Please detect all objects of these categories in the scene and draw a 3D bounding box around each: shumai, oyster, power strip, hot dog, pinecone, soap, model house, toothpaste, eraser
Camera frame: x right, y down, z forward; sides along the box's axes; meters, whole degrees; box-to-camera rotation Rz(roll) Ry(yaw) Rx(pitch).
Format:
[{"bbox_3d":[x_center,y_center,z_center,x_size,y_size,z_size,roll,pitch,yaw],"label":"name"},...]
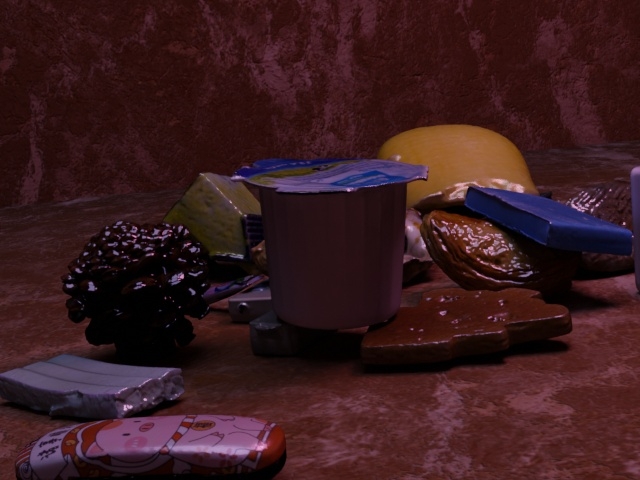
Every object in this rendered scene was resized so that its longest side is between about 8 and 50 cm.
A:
[{"bbox_3d":[0.471,-0.014,1.815,0.209,0.161,0.153,-38,3,-30],"label":"shumai"},{"bbox_3d":[0.125,0.008,1.869,0.166,0.110,0.341,33,17,4],"label":"oyster"},{"bbox_3d":[-0.016,0.113,1.563,0.078,0.052,0.272,-1,12,27],"label":"power strip"},{"bbox_3d":[0.276,0.032,1.674,0.258,0.114,0.175,13,13,17],"label":"hot dog"},{"bbox_3d":[-0.251,0.073,1.502,0.221,0.222,0.221,-6,10,1],"label":"pinecone"},{"bbox_3d":[0.272,-0.141,2.182,0.305,0.115,0.427,-8,27,1],"label":"soap"},{"bbox_3d":[-0.050,0.085,1.757,0.117,0.046,0.270,-1,12,24],"label":"power strip"},{"bbox_3d":[-0.174,-0.002,2.076,0.211,0.170,0.194,44,11,16],"label":"model house"},{"bbox_3d":[-0.162,0.085,1.764,0.169,0.028,0.045,-19,3,43],"label":"toothpaste"},{"bbox_3d":[0.348,-0.035,1.660,0.144,0.043,0.312,7,11,-16],"label":"eraser"}]

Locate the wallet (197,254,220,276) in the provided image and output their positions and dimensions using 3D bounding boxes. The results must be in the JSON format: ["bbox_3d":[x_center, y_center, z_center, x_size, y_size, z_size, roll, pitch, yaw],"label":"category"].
[{"bbox_3d":[-0.318,0.054,2.076,0.230,0.042,0.124,1,10,-16],"label":"wallet"}]

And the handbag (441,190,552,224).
[{"bbox_3d":[0.326,-0.044,2.192,0.247,0.079,0.260,2,15,45],"label":"handbag"}]

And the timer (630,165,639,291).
[{"bbox_3d":[0.592,-0.021,1.562,0.192,0.195,0.194,-11,10,-29],"label":"timer"}]

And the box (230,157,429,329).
[{"bbox_3d":[0.000,0.000,1.471,0.262,0.207,0.291,-11,15,-40],"label":"box"}]

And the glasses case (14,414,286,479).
[{"bbox_3d":[-0.165,0.211,1.032,0.266,0.067,0.103,-4,8,8],"label":"glasses case"}]

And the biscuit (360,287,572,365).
[{"bbox_3d":[0.173,0.121,1.429,0.301,0.043,0.278,-14,12,-28],"label":"biscuit"}]

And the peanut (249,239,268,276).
[{"bbox_3d":[-0.027,0.023,1.717,0.194,0.083,0.093,0,7,36],"label":"peanut"}]

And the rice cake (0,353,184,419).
[{"bbox_3d":[-0.294,0.184,1.333,0.237,0.043,0.127,2,12,39],"label":"rice cake"}]
